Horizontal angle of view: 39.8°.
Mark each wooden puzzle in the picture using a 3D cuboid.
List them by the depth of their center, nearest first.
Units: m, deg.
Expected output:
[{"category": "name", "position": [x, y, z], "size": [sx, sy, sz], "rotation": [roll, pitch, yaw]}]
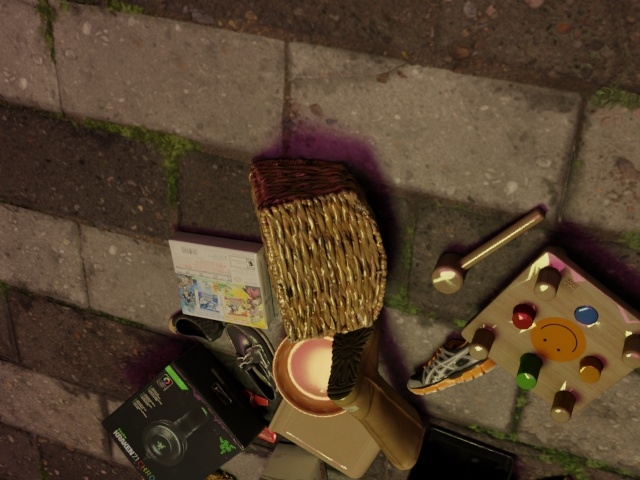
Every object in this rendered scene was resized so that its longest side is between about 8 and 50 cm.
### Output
[{"category": "wooden puzzle", "position": [0.026, 0.393, 1.913], "size": [0.238, 0.044, 0.221], "rotation": [27, 128, 3]}]

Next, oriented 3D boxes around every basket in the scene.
[{"category": "basket", "position": [0.000, 0.000, 1.642], "size": [0.213, 0.223, 0.299], "rotation": [-14, 118, -4]}]

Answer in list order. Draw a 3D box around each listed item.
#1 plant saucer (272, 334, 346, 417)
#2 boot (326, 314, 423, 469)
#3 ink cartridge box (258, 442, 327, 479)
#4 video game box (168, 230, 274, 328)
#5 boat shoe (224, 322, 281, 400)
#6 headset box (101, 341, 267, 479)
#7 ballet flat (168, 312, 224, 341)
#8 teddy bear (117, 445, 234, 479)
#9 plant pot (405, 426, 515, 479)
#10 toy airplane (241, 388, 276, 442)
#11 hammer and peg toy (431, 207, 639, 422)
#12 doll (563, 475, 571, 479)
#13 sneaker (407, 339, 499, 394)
[{"category": "plant saucer", "position": [0.002, 0.264, 1.809], "size": [0.200, 0.037, 0.200], "rotation": [3, 105, 11]}, {"category": "boot", "position": [0.119, 0.285, 1.738], "size": [0.089, 0.236, 0.269], "rotation": [-7, 140, 36]}, {"category": "ink cartridge box", "position": [-0.077, 0.618, 1.948], "size": [0.117, 0.283, 0.207], "rotation": [3, 121, 20]}, {"category": "video game box", "position": [-0.202, 0.081, 1.820], "size": [0.205, 0.048, 0.187], "rotation": [9, 121, 22]}, {"category": "boat shoe", "position": [-0.141, 0.253, 1.886], "size": [0.075, 0.065, 0.206], "rotation": [-28, 104, 39]}, {"category": "headset box", "position": [-0.295, 0.403, 1.962], "size": [0.283, 0.131, 0.246], "rotation": [-40, 88, 24]}, {"category": "ballet flat", "position": [-0.277, 0.188, 1.910], "size": [0.173, 0.049, 0.057], "rotation": [-2, 121, 44]}, {"category": "teddy bear", "position": [-0.356, 0.551, 2.152], "size": [0.245, 0.113, 0.338], "rotation": [-17, 111, 31]}, {"category": "plant pot", "position": [0.269, 0.525, 1.795], "size": [0.188, 0.187, 0.167], "rotation": [17, 139, 16]}, {"category": "toy airplane", "position": [-0.160, 0.395, 2.009], "size": [0.151, 0.028, 0.151], "rotation": [15, 124, 24]}, {"category": "hammer and peg toy", "position": [0.371, 0.127, 1.517], "size": [0.361, 0.127, 0.266], "rotation": [38, 129, -1]}, {"category": "doll", "position": [0.430, 0.533, 1.796], "size": [0.189, 0.046, 0.129], "rotation": [-22, 107, 34]}, {"category": "sneaker", "position": [0.247, 0.235, 1.686], "size": [0.215, 0.084, 0.083], "rotation": [-30, 80, 39]}]
